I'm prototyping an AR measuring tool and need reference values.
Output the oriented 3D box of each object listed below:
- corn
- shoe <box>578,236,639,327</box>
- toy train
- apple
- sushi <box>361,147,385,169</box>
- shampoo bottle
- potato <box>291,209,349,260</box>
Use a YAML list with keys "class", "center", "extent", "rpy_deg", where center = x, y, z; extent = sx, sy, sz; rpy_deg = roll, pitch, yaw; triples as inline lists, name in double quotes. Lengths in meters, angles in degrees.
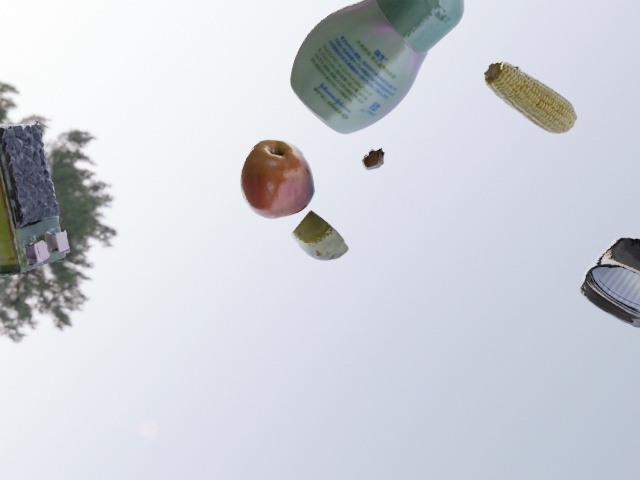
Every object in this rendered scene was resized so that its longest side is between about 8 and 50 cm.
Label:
- class: "corn"
  center: [0.367, -0.245, 1.252]
  extent: [0.067, 0.206, 0.067]
  rpy_deg: [-40, -144, 38]
- class: "shoe"
  center: [0.444, 0.034, 1.020]
  extent: [0.108, 0.241, 0.093]
  rpy_deg: [32, -59, 20]
- class: "toy train"
  center: [-0.470, -0.059, 1.022]
  extent: [0.178, 0.134, 0.260]
  rpy_deg: [-8, -82, 11]
- class: "apple"
  center: [-0.107, -0.153, 1.752]
  extent: [0.199, 0.199, 0.199]
  rpy_deg: [-28, -132, 37]
- class: "sushi"
  center: [0.128, -0.200, 1.774]
  extent: [0.099, 0.050, 0.047]
  rpy_deg: [-20, -101, 63]
- class: "shampoo bottle"
  center: [0.113, -0.369, 1.350]
  extent: [0.349, 0.222, 0.151]
  rpy_deg: [-40, -160, 29]
- class: "potato"
  center: [0.000, 0.000, 1.866]
  extent: [0.081, 0.149, 0.120]
  rpy_deg: [-55, 178, -12]
